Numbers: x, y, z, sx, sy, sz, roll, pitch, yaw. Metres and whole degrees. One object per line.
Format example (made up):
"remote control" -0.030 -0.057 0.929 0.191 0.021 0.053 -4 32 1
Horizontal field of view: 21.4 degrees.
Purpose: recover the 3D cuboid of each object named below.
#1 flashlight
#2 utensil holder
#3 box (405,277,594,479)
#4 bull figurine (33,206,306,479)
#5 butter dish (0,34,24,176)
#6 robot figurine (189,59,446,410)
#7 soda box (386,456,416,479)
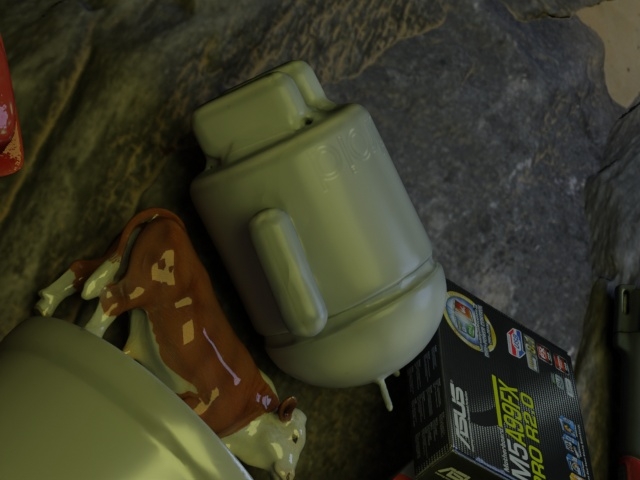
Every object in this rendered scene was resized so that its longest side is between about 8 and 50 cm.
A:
"flashlight" 0.402 0.208 1.999 0.103 0.103 0.304 24 67 -56
"utensil holder" -0.268 0.311 1.422 0.385 0.328 0.327 -47 108 -27
"box" 0.190 0.183 1.806 0.216 0.060 0.270 32 33 -25
"bull figurine" -0.139 0.126 1.662 0.188 0.101 0.310 -31 99 -29
"butter dish" -0.342 -0.136 1.562 0.160 0.118 0.160 -9 88 -32
"robot figurine" 0.000 0.000 1.710 0.353 0.200 0.300 64 23 -9
"soda box" 0.068 0.303 1.715 0.091 0.098 0.286 50 42 6
